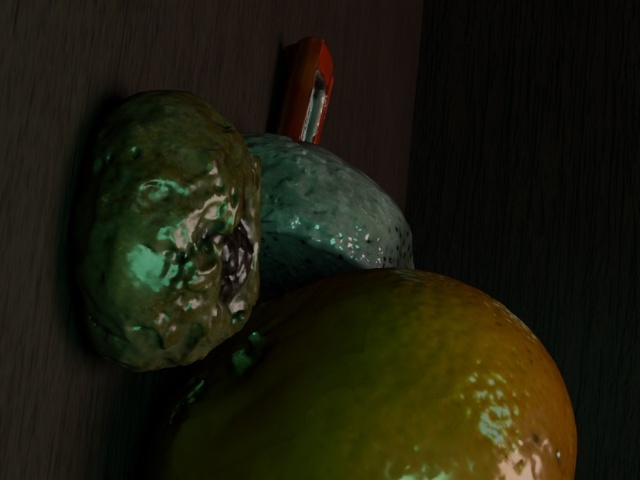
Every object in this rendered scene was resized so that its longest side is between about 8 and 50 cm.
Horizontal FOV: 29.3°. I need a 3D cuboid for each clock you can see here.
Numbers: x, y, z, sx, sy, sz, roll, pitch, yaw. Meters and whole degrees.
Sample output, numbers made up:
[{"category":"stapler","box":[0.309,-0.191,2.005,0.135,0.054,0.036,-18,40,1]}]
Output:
[{"category":"clock","box":[-0.028,-0.177,1.624,0.113,0.061,0.155,71,29,-68]}]

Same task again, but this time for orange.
[{"category":"orange","box":[0.029,0.209,1.146,0.326,0.424,0.424,50,25,-14]}]

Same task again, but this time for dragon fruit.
[{"category":"dragon fruit","box":[0.000,0.000,1.398,0.283,0.221,0.204,80,23,-48]}]

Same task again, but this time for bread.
[{"category":"bread","box":[-0.114,-0.003,0.984,0.230,0.122,0.230,3,90,-83]}]
